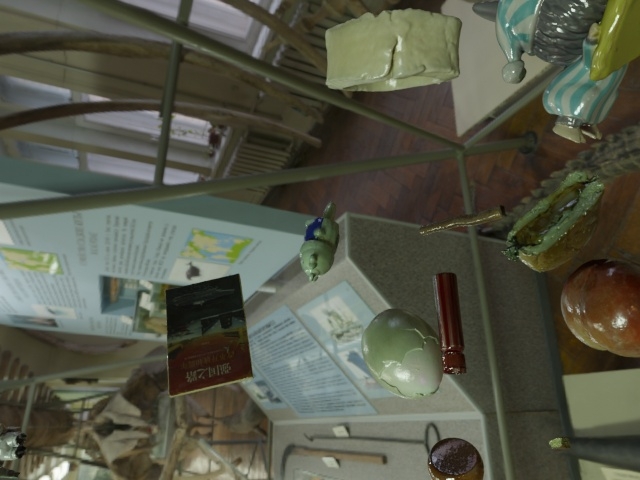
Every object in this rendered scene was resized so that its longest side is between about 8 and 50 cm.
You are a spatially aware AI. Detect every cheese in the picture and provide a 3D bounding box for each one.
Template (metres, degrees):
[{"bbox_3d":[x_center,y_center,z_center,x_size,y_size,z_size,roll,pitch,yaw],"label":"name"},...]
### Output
[{"bbox_3d":[0.182,-0.469,1.171,0.332,0.292,0.153,8,106,47],"label":"cheese"}]

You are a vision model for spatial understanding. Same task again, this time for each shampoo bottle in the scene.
[{"bbox_3d":[0.344,0.221,1.229,0.102,0.064,0.260,49,-143,-65],"label":"shampoo bottle"}]

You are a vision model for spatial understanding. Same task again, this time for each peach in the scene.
[{"bbox_3d":[0.731,0.158,1.143,0.252,0.252,0.252,-171,90,-69],"label":"peach"}]

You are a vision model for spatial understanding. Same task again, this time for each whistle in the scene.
[{"bbox_3d":[0.000,0.000,1.161,0.110,0.092,0.244,83,-163,-52],"label":"whistle"}]

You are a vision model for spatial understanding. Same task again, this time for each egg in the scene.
[{"bbox_3d":[0.306,0.414,1.668,0.336,0.278,0.278,44,124,46],"label":"egg"}]

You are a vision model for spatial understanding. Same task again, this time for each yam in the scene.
[{"bbox_3d":[0.460,-0.061,1.526,0.327,0.045,0.045,-16,106,54],"label":"yam"}]

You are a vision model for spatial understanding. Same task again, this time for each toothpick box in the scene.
[{"bbox_3d":[0.400,0.725,1.325,0.192,0.192,0.294,-135,28,-65],"label":"toothpick box"}]

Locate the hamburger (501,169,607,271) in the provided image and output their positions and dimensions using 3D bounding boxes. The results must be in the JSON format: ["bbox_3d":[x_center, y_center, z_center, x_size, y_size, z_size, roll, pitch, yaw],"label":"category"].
[{"bbox_3d":[0.656,-0.030,1.272,0.309,0.211,0.132,-46,49,4],"label":"hamburger"}]

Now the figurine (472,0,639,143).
[{"bbox_3d":[0.510,-0.459,1.035,0.378,0.266,0.361,39,130,39],"label":"figurine"}]

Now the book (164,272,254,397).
[{"bbox_3d":[-0.370,0.296,1.506,0.028,0.262,0.374,82,174,-57],"label":"book"}]

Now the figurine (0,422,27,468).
[{"bbox_3d":[-0.783,0.471,1.081,0.112,0.229,0.137,-7,-87,-74],"label":"figurine"}]

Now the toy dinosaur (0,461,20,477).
[{"bbox_3d":[-0.682,0.428,0.874,0.039,0.209,0.082,118,157,-48],"label":"toy dinosaur"}]

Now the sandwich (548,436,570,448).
[{"bbox_3d":[0.689,0.578,1.316,0.083,0.044,0.031,82,-174,-64],"label":"sandwich"}]
